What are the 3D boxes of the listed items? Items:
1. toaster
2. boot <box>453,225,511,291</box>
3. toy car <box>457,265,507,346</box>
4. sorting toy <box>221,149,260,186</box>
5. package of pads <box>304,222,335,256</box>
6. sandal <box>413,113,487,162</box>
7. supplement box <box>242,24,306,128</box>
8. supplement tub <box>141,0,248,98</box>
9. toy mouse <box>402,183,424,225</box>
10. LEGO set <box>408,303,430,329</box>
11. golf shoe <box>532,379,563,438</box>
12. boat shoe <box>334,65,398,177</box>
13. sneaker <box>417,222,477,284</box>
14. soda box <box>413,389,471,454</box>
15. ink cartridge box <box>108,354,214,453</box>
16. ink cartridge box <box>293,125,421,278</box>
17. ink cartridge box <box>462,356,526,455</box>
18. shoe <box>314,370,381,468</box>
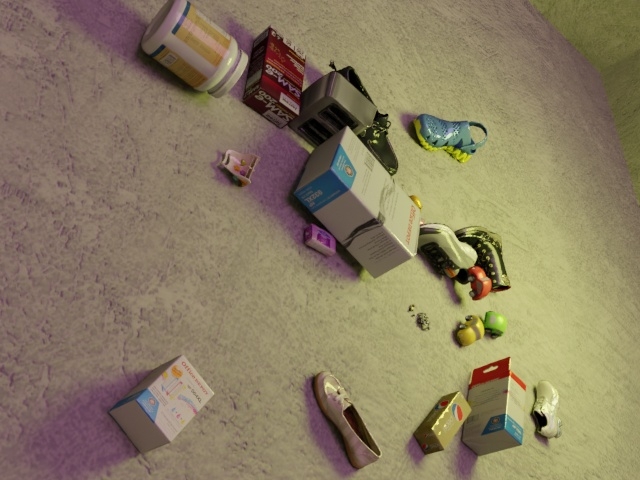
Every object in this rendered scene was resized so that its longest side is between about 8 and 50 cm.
[{"bbox_3d":[0.026,-0.328,1.819,0.186,0.168,0.110,37,44,-28],"label":"toaster"},{"bbox_3d":[0.492,0.057,2.158,0.236,0.085,0.178,12,60,-44],"label":"boot"},{"bbox_3d":[0.480,0.215,2.034,0.225,0.053,0.239,35,61,-41],"label":"toy car"},{"bbox_3d":[-0.184,-0.166,1.588,0.075,0.045,0.083,34,45,-19],"label":"sorting toy"},{"bbox_3d":[0.000,0.000,1.690,0.083,0.032,0.050,30,43,-34],"label":"package of pads"},{"bbox_3d":[0.426,-0.352,2.306,0.317,0.138,0.126,7,64,-44],"label":"sandal"},{"bbox_3d":[-0.112,-0.415,1.798,0.130,0.073,0.239,31,47,-33],"label":"supplement box"},{"bbox_3d":[-0.274,-0.419,1.563,0.200,0.144,0.144,34,45,-30],"label":"supplement tub"},{"bbox_3d":[0.256,-0.079,2.025,0.161,0.031,0.143,58,38,-2],"label":"toy mouse"},{"bbox_3d":[0.265,0.201,1.862,0.083,0.023,0.054,39,43,-25],"label":"LEGO set"},{"bbox_3d":[0.655,0.487,2.083,0.086,0.069,0.176,21,51,-31],"label":"golf shoe"},{"bbox_3d":[0.136,-0.335,1.988,0.127,0.113,0.340,-30,90,-52],"label":"boat shoe"},{"bbox_3d":[0.347,0.035,2.002,0.271,0.100,0.108,31,52,-32],"label":"sneaker"},{"bbox_3d":[0.296,0.437,1.719,0.181,0.058,0.061,-32,92,-53],"label":"soda box"},{"bbox_3d":[-0.258,0.265,1.188,0.092,0.090,0.143,54,39,-8],"label":"ink cartridge box"},{"bbox_3d":[0.100,-0.094,1.760,0.307,0.129,0.223,46,32,-19],"label":"ink cartridge box"},{"bbox_3d":[0.451,0.424,1.836,0.078,0.134,0.231,43,42,-20],"label":"ink cartridge box"},{"bbox_3d":[0.059,0.370,1.497,0.076,0.058,0.219,-24,85,-52],"label":"shoe"}]
